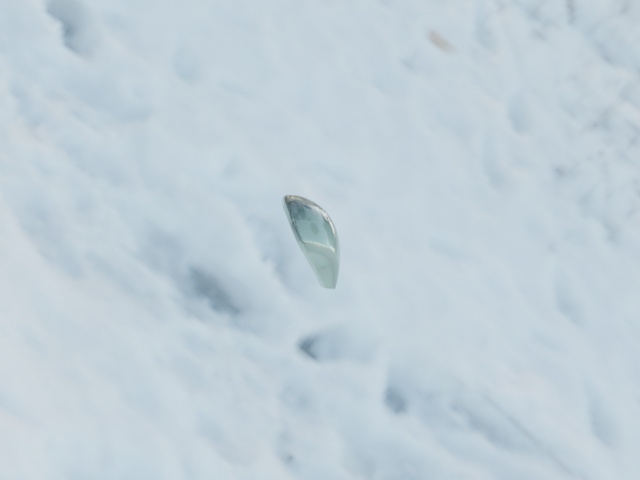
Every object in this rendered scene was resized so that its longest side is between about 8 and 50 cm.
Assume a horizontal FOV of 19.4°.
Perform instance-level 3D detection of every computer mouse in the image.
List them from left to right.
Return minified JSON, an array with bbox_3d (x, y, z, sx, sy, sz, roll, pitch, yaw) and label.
[{"bbox_3d":[0.000,0.000,1.515,0.110,0.032,0.056,63,5,-56],"label":"computer mouse"}]
